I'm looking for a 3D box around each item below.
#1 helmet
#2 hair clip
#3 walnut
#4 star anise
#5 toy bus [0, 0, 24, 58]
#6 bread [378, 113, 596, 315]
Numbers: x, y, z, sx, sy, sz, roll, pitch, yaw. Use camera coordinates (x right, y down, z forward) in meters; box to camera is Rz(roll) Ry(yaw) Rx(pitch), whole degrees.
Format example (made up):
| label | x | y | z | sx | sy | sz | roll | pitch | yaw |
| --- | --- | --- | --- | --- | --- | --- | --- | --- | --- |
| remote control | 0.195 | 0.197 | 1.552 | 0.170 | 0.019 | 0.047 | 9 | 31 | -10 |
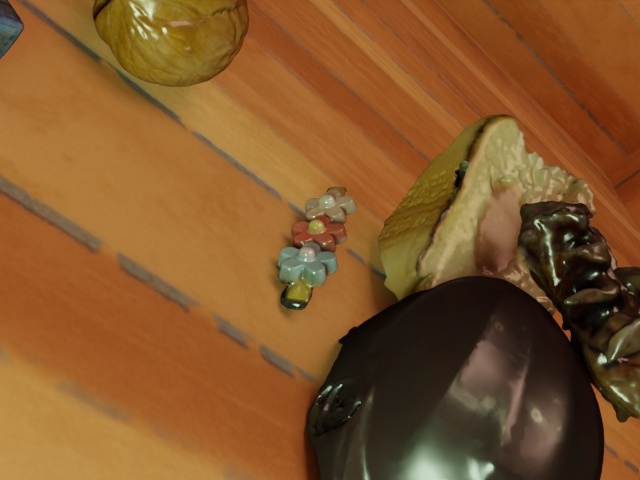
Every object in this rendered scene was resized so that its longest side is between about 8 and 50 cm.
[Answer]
| label | x | y | z | sx | sy | sz | roll | pitch | yaw |
| --- | --- | --- | --- | --- | --- | --- | --- | --- | --- |
| helmet | 0.129 | 0.151 | 0.577 | 0.225 | 0.177 | 0.305 | 42 | 26 | -19 |
| hair clip | 0.000 | -0.006 | 0.709 | 0.214 | 0.062 | 0.056 | -63 | 152 | -63 |
| walnut | -0.141 | -0.220 | 0.687 | 0.144 | 0.144 | 0.180 | 50 | 18 | 0 |
| star anise | 0.261 | 0.063 | 0.650 | 0.220 | 0.098 | 0.214 | 62 | 16 | -3 |
| toy bus | -0.308 | -0.216 | 0.495 | 0.237 | 0.079 | 0.094 | 54 | 10 | 8 |
| bread | 0.184 | 0.011 | 0.783 | 0.183 | 0.224 | 0.211 | 36 | 26 | -13 |
